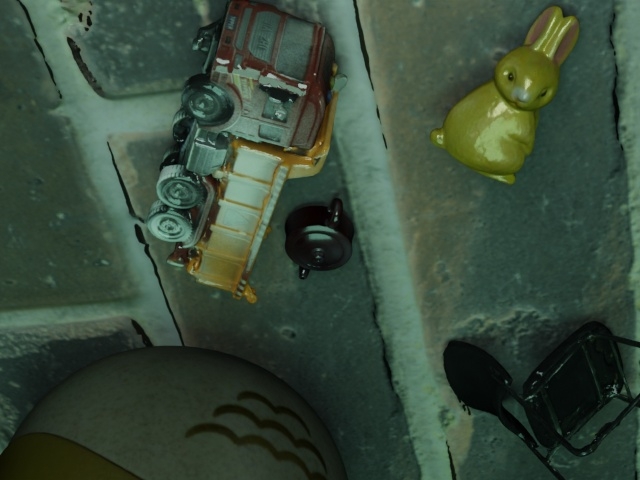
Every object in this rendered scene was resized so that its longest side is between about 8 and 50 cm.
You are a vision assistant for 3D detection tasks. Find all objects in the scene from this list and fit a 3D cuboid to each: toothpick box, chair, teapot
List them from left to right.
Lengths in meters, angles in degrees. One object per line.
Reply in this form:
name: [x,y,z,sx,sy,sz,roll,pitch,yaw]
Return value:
toothpick box: [-0.165,0.361,1.528,0.408,0.425,0.409,2,136,2]
teapot: [0.000,0.000,1.410,0.067,0.045,0.100,15,136,-14]
chair: [0.252,0.156,1.524,0.145,0.221,0.140,-41,134,-15]

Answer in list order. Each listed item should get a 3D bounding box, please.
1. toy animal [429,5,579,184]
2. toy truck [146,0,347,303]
toy animal: [0.163,-0.128,1.252,0.083,0.070,0.159,20,129,-14]
toy truck: [-0.066,-0.075,1.287,0.135,0.114,0.270,15,136,-7]
